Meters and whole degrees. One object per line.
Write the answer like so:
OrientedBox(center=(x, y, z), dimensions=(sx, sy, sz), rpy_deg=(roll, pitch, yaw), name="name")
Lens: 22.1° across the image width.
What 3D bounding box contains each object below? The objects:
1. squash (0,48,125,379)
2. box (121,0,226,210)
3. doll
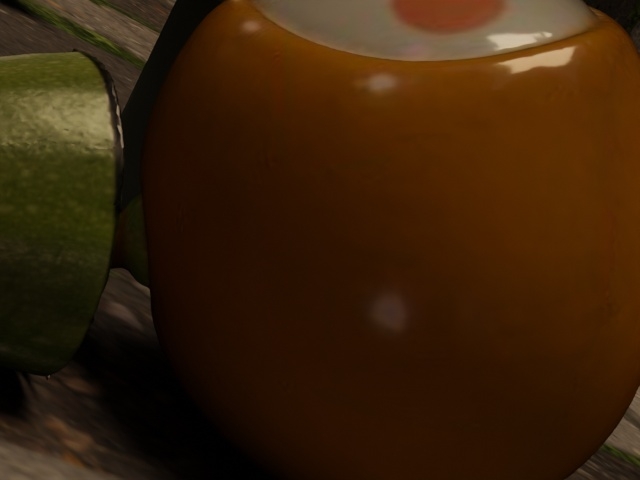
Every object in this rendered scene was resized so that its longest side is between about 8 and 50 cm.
OrientedBox(center=(-0.136, -0.013, 0.485), dimensions=(0.132, 0.105, 0.105), rpy_deg=(5, 23, -29), name="squash")
OrientedBox(center=(0.005, -0.028, 0.813), dimensions=(0.243, 0.135, 0.163), rpy_deg=(40, 14, 36), name="box")
OrientedBox(center=(0.000, 0.000, 0.578), dimensions=(0.236, 0.213, 0.213), rpy_deg=(-7, 14, -3), name="doll")
